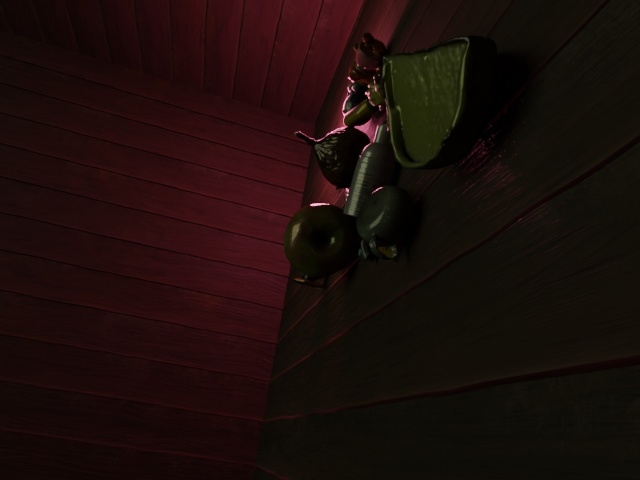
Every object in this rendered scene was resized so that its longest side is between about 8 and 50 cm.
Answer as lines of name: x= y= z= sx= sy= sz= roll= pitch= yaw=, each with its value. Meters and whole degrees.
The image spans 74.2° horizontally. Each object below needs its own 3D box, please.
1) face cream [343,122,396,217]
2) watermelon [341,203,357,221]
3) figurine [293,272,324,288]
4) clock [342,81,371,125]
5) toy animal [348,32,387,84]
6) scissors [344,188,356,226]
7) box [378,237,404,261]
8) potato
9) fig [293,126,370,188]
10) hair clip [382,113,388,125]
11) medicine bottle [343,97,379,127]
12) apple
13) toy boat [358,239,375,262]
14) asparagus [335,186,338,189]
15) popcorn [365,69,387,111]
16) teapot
face cream: x=0.200 y=-0.257 z=1.530 sx=0.145 sy=0.145 sz=0.370 roll=-139 pitch=64 yaw=-78
watermelon: x=0.145 y=-0.156 z=1.830 sx=0.139 sy=0.071 sz=0.187 roll=-62 pitch=23 yaw=-8
figurine: x=-0.022 y=0.108 z=2.182 sx=0.208 sy=0.181 sz=0.257 roll=35 pitch=-115 yaw=-59
clock: x=0.188 y=-0.682 z=2.106 sx=0.200 sy=0.146 sz=0.243 roll=79 pitch=-166 yaw=-48
toy animal: x=0.231 y=-0.896 z=2.147 sx=0.169 sy=0.195 sz=0.281 roll=-32 pitch=-17 yaw=-40
scissors: x=0.138 y=-0.160 z=2.019 sx=0.256 sy=0.029 sz=0.383 roll=122 pitch=160 yaw=-49
box: x=0.227 y=0.012 z=1.375 sx=0.155 sy=0.023 sz=0.087 roll=-133 pitch=61 yaw=-77
potato: x=0.306 y=-0.311 z=1.006 sx=0.330 sy=0.212 sz=0.280 roll=-149 pitch=57 yaw=-63
fig: x=0.045 y=-0.421 z=1.972 sx=0.286 sy=0.368 sz=0.286 roll=-157 pitch=90 yaw=-85
hair clip: x=0.279 y=-0.488 z=1.697 sx=0.229 sy=0.036 sz=0.066 roll=124 pitch=164 yaw=-61
medicine bottle: x=0.217 y=-0.592 z=1.875 sx=0.111 sy=0.076 sz=0.309 roll=-48 pitch=17 yaw=-30
apple: x=0.000 y=0.000 z=1.803 sx=0.277 sy=0.319 sz=0.319 roll=-123 pitch=47 yaw=-88
toy boat: x=0.167 y=0.037 z=1.543 sx=0.066 sy=0.059 sz=0.140 roll=-50 pitch=20 yaw=28
asparagus: x=0.109 y=-0.323 z=2.397 sx=0.108 sy=0.021 sz=0.025 roll=117 pitch=168 yaw=-51
popcorn: x=0.266 y=-0.568 z=1.575 sx=0.195 sy=0.168 sz=0.174 roll=-136 pitch=27 yaw=-73
teapot: x=0.201 y=-0.068 z=1.280 sx=0.193 sy=0.129 sz=0.294 roll=-34 pitch=36 yaw=47
